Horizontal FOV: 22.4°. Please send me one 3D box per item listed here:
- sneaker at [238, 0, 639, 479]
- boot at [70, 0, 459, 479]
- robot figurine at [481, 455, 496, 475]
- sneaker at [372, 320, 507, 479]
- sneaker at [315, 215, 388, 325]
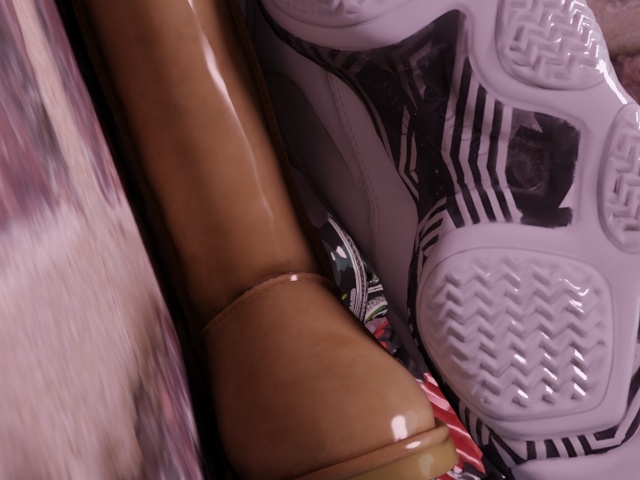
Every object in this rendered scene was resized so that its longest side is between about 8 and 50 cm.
[{"bbox_3d":[0.065,-0.021,0.750,0.366,0.137,0.210,64,-12,7],"label":"sneaker"},{"bbox_3d":[-0.044,-0.028,0.675,0.236,0.089,0.270,-176,-113,-76],"label":"boot"},{"bbox_3d":[0.119,0.214,1.022,0.278,0.173,0.209,5,-79,57],"label":"robot figurine"},{"bbox_3d":[0.042,0.133,0.926,0.097,0.135,0.276,32,19,-6],"label":"sneaker"},{"bbox_3d":[0.000,0.000,1.005,0.343,0.146,0.134,-102,173,-87],"label":"sneaker"}]
